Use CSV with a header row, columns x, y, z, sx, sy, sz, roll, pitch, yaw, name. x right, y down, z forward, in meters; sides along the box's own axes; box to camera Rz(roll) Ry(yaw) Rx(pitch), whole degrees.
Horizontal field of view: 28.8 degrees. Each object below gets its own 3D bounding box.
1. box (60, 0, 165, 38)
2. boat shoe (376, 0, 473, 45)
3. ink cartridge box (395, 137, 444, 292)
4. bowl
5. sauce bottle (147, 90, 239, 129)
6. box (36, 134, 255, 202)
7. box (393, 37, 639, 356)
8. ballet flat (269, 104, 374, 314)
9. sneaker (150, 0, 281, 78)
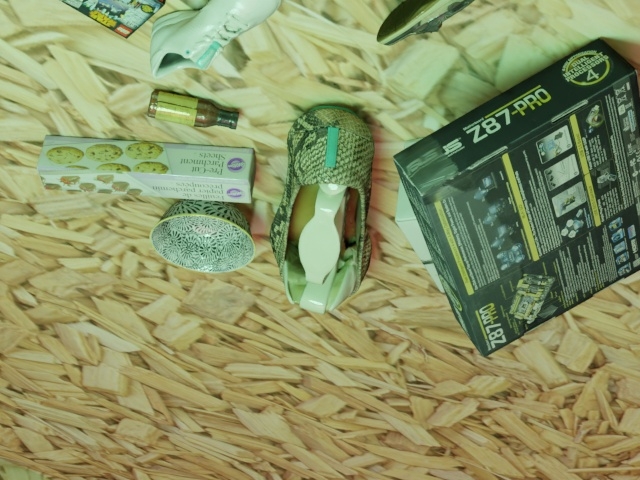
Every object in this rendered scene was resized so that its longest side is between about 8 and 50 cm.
x,y,z,sx,sy,sz,roll,pitch,yaw,name
-0.278,-0.320,1.594,0.137,0.027,0.094,27,143,-29,box
0.134,-0.280,1.556,0.049,0.056,0.152,34,139,-28,boat shoe
0.187,-0.038,1.836,0.086,0.148,0.203,-7,144,24,ink cartridge box
-0.182,-0.025,1.986,0.170,0.080,0.170,5,147,3,bowl
-0.181,-0.182,1.777,0.128,0.042,0.042,13,147,-6,sauce bottle
-0.262,-0.108,1.886,0.324,0.067,0.063,5,147,4,box
0.300,-0.043,1.705,0.318,0.097,0.395,-31,139,-3,box
0.000,0.000,1.898,0.164,0.182,0.482,5,148,1,ballet flat
-0.135,-0.263,1.595,0.212,0.094,0.080,-21,137,35,sneaker
